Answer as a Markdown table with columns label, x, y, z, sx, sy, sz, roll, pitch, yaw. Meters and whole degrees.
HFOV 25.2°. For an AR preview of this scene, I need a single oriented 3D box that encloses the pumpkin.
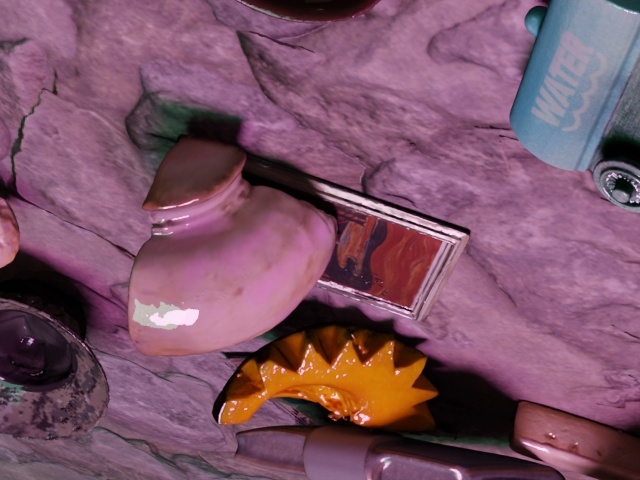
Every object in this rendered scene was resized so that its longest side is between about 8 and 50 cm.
| label | x | y | z | sx | sy | sz | roll | pitch | yaw |
| --- | --- | --- | --- | --- | --- | --- | --- | --- | --- |
| pumpkin | 0.004 | 0.133 | 1.627 | 0.253 | 0.149 | 0.130 | 3 | 112 | -13 |

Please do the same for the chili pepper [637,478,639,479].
| label | x | y | z | sx | sy | sz | roll | pitch | yaw |
| --- | --- | --- | --- | --- | --- | --- | --- | --- | --- |
| chili pepper | 0.407 | 0.321 | 1.538 | 0.251 | 0.229 | 0.305 | 29 | 119 | -20 |

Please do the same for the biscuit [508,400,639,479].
| label | x | y | z | sx | sy | sz | roll | pitch | yaw |
| --- | --- | --- | --- | --- | --- | --- | --- | --- | --- |
| biscuit | 0.308 | 0.242 | 1.652 | 0.188 | 0.056 | 0.052 | 19 | 153 | 4 |

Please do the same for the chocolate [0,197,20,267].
| label | x | y | z | sx | sy | sz | roll | pitch | yaw |
| --- | --- | --- | --- | --- | --- | --- | --- | --- | --- |
| chocolate | -0.477 | -0.028 | 1.583 | 0.309 | 0.134 | 0.134 | 11 | 151 | 18 |

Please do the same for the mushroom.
| label | x | y | z | sx | sy | sz | roll | pitch | yaw |
| --- | --- | --- | --- | --- | --- | --- | --- | --- | --- |
| mushroom | -0.081 | 0.034 | 1.365 | 0.162 | 0.173 | 0.236 | 10 | 151 | 13 |

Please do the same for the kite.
| label | x | y | z | sx | sy | sz | roll | pitch | yaw |
| --- | --- | --- | --- | --- | --- | --- | --- | --- | --- |
| kite | 0.021 | 0.199 | 1.807 | 0.314 | 0.011 | 0.335 | 19 | 153 | -1 |

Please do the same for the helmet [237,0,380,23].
| label | x | y | z | sx | sy | sz | roll | pitch | yaw |
| --- | --- | --- | --- | --- | --- | --- | --- | --- | --- |
| helmet | -0.014 | -0.238 | 0.935 | 0.155 | 0.106 | 0.175 | 6 | 148 | 19 |

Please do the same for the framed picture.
| label | x | y | z | sx | sy | sz | roll | pitch | yaw |
| --- | --- | --- | --- | --- | --- | --- | --- | --- | --- |
| framed picture | 0.000 | 0.000 | 1.453 | 0.273 | 0.016 | 0.216 | 19 | 152 | 2 |

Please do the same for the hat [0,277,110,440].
| label | x | y | z | sx | sy | sz | roll | pitch | yaw |
| --- | --- | --- | --- | --- | --- | --- | --- | --- | --- |
| hat | -0.363 | 0.122 | 1.785 | 0.265 | 0.128 | 0.266 | 8 | 138 | 8 |

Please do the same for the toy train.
| label | x | y | z | sx | sy | sz | roll | pitch | yaw |
| --- | --- | --- | --- | --- | --- | --- | --- | --- | --- |
| toy train | 0.216 | -0.123 | 1.028 | 0.159 | 0.101 | 0.248 | 32 | 154 | 10 |

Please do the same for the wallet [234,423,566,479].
| label | x | y | z | sx | sy | sz | roll | pitch | yaw |
| --- | --- | --- | --- | --- | --- | --- | --- | --- | --- |
| wallet | 0.085 | 0.264 | 1.698 | 0.360 | 0.083 | 0.252 | 4 | 173 | 38 |
